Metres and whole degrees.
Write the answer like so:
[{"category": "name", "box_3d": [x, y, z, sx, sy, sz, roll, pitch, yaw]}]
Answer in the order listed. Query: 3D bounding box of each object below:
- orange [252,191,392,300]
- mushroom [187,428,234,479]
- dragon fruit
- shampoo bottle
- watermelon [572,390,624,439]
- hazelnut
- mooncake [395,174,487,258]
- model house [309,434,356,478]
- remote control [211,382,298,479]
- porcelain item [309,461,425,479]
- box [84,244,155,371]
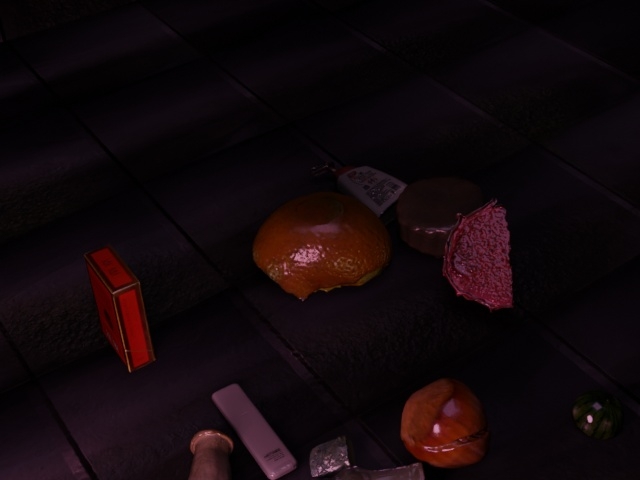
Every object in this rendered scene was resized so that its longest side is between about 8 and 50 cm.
[{"category": "orange", "box_3d": [0.000, -0.009, 2.246, 0.335, 0.196, 0.262, -7, 27, 4]}, {"category": "mushroom", "box_3d": [-0.214, 0.467, 1.740, 0.096, 0.108, 0.247, 34, 39, -21]}, {"category": "dragon fruit", "box_3d": [0.362, 0.047, 2.163, 0.161, 0.126, 0.274, -4, 70, 8]}, {"category": "shampoo bottle", "box_3d": [0.105, -0.140, 2.457, 0.153, 0.071, 0.284, -35, 48, -29]}, {"category": "watermelon", "box_3d": [0.564, 0.342, 1.877, 0.106, 0.062, 0.105, 4, 45, -4]}, {"category": "hazelnut", "box_3d": [0.241, 0.363, 1.800, 0.182, 0.182, 0.182, -1, 41, 1]}, {"category": "mooncake", "box_3d": [0.298, -0.056, 2.312, 0.228, 0.124, 0.228, -4, 43, 4]}, {"category": "model house", "box_3d": [0.022, 0.425, 1.815, 0.083, 0.066, 0.078, -18, 51, 9]}, {"category": "remote control", "box_3d": [-0.136, 0.385, 1.886, 0.067, 0.029, 0.261, -23, 43, -23]}, {"category": "porcelain item", "box_3d": [0.087, 0.463, 1.750, 0.216, 0.069, 0.081, -2, 53, -1]}, {"category": "box", "box_3d": [-0.432, 0.147, 2.008, 0.074, 0.239, 0.153, -28, 47, -27]}]
